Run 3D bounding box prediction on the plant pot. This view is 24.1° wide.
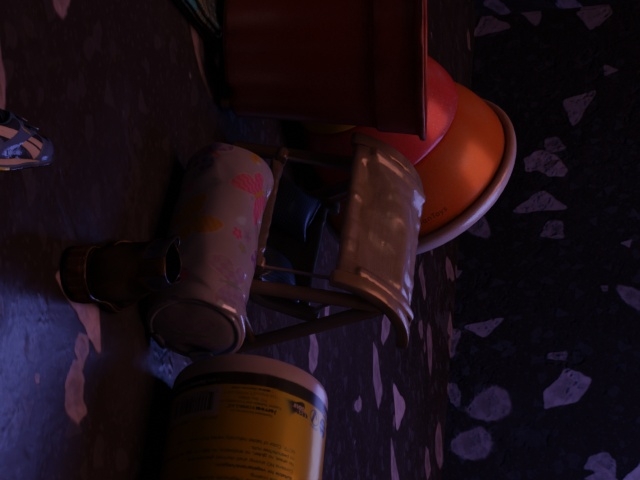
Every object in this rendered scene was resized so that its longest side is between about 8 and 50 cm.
[{"bbox_3d":[0.011,-0.270,2.030,0.272,0.265,0.273,0,90,-85],"label":"plant pot"}]

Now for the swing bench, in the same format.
[{"bbox_3d":[0.000,0.000,1.999,0.165,0.254,0.253,70,22,-48],"label":"swing bench"}]

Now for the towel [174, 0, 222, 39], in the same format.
[{"bbox_3d":[-0.181,-0.440,1.837,0.370,0.040,0.272,49,40,-67],"label":"towel"}]

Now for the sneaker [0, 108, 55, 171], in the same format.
[{"bbox_3d":[-0.280,-0.092,1.343,0.144,0.053,0.059,-20,104,-76],"label":"sneaker"}]

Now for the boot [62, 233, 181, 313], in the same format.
[{"bbox_3d":[-0.181,0.036,1.587,0.219,0.106,0.082,-5,92,-75],"label":"boot"}]

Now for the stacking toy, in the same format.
[{"bbox_3d":[0.069,-0.236,2.353,0.480,0.350,0.351,54,32,-37],"label":"stacking toy"}]

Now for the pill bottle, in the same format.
[{"bbox_3d":[-0.095,0.313,1.691,0.188,0.187,0.334,65,26,-55],"label":"pill bottle"}]

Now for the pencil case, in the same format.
[{"bbox_3d":[-0.126,0.012,1.788,0.124,0.113,0.273,58,29,-42],"label":"pencil case"}]
